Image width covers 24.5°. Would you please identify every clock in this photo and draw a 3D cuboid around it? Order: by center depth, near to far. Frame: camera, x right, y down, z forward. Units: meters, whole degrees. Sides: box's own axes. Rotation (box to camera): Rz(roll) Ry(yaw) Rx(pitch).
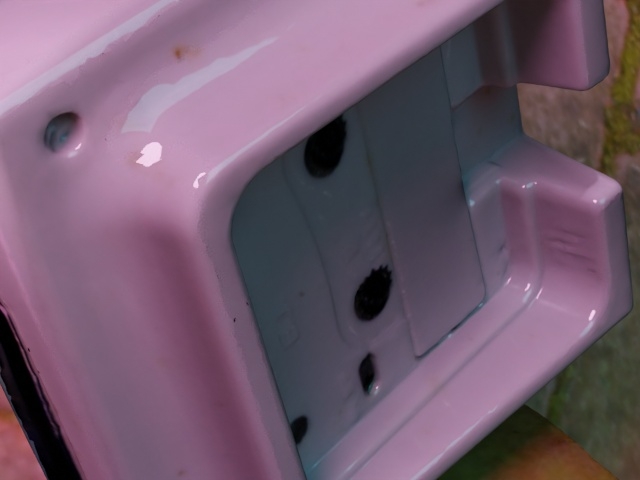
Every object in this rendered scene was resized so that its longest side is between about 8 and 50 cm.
[{"bbox_3d":[0.000,0.000,0.523,0.231,0.116,0.262,-40,133,-29],"label":"clock"}]

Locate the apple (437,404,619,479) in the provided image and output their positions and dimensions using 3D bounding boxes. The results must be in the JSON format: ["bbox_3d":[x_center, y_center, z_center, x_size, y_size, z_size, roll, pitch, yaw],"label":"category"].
[{"bbox_3d":[0.098,0.203,0.609,0.193,0.120,0.265,-40,95,-23],"label":"apple"}]
